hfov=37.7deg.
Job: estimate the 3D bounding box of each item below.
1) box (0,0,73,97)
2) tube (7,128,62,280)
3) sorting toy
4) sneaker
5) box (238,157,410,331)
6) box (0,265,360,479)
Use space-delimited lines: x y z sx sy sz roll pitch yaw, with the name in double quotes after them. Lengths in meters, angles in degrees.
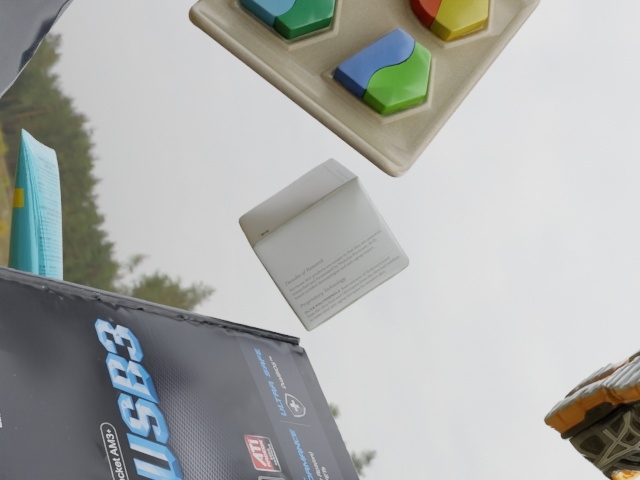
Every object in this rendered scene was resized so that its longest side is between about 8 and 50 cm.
-0.296 -0.095 0.145 0.297 0.472 0.480 39 2 7 "box"
-0.251 0.012 0.828 0.080 0.052 0.207 102 -12 -83 "tube"
0.039 -0.175 0.681 0.193 0.208 0.038 38 -21 2 "sorting toy"
0.242 0.118 0.662 0.083 0.084 0.215 52 -22 11 "sneaker"
0.000 0.000 0.762 0.087 0.102 0.101 56 -1 -18 "box"
-0.080 0.161 0.488 0.073 0.293 0.295 -43 -130 24 "box"
